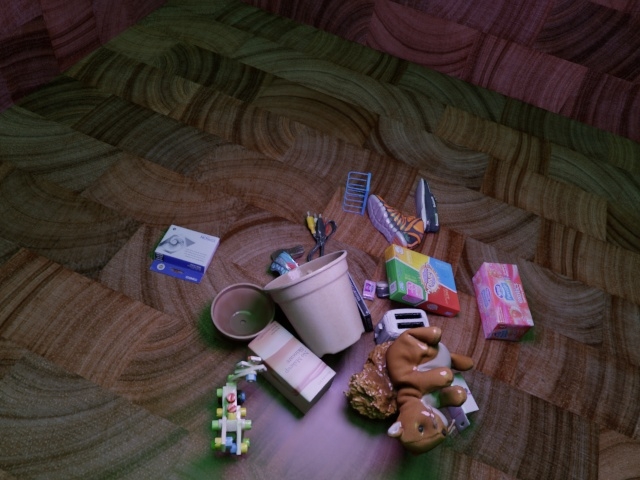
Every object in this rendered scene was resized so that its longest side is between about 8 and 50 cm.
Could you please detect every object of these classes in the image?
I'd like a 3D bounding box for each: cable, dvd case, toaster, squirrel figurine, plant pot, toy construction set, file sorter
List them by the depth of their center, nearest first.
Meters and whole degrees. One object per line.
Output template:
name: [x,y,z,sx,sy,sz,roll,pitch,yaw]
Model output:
toy construction set: [-0.278,0.538,1.573,0.151,0.215,0.328,12,51,-1]
squirrel figurine: [0.291,0.522,1.642,0.397,0.281,0.370,-9,50,33]
plant pot: [0.004,0.242,1.777,0.334,0.334,0.305,-27,96,-28]
plant pot: [-0.294,0.288,1.837,0.237,0.110,0.237,6,51,-7]
toaster: [0.327,0.347,1.879,0.227,0.146,0.129,1,53,-10]
dvd case: [0.142,0.229,1.920,0.029,0.179,0.239,-25,58,-3]
cable: [0.000,0.000,2.172,0.139,0.072,0.287,14,61,-21]
file sorter: [0.170,-0.225,2.291,0.104,0.170,0.118,10,51,3]

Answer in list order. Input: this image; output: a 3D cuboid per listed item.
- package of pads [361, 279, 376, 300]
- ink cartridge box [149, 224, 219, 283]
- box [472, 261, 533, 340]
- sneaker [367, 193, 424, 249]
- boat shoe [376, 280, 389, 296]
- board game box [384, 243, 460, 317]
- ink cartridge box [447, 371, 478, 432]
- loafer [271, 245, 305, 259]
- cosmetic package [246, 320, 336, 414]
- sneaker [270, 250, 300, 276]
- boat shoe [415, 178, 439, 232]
package of pads: [0.204,0.211,2.037,0.050,0.032,0.083,15,51,0]
ink cartridge box: [-0.564,0.052,2.016,0.223,0.045,0.224,15,51,2]
box: [0.756,0.253,2.032,0.154,0.142,0.300,6,51,-5]
sneaker: [0.359,-0.095,2.266,0.180,0.124,0.321,-20,69,-29]
boat shoe: [0.331,0.209,2.058,0.206,0.065,0.075,1,7,-19]
board game box: [0.423,0.168,2.023,0.316,0.064,0.242,18,48,-23]
ink cartridge box: [0.502,0.584,1.749,0.061,0.104,0.181,-10,55,-17]
loafer: [-0.136,0.064,2.084,0.148,0.050,0.056,-11,50,1]
cosmetic package: [-0.109,0.450,1.730,0.296,0.129,0.153,36,54,17]
sneaker: [-0.107,0.174,1.989,0.125,0.104,0.262,-39,72,-2]
boat shoe: [0.518,-0.167,2.350,0.091,0.114,0.303,6,63,-4]
